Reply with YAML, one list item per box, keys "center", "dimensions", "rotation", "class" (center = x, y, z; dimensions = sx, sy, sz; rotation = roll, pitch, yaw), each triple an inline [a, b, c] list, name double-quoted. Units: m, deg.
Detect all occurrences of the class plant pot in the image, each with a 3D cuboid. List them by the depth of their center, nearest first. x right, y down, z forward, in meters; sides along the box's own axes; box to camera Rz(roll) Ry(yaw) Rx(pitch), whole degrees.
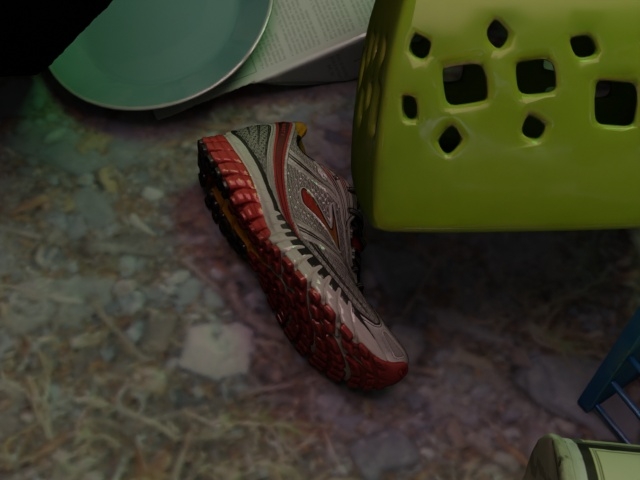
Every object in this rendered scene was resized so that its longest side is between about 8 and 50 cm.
- center: [0.135, -0.129, 0.842]
  dimensions: [0.228, 0.227, 0.207]
  rotation: [0, 103, -2]
  class: "plant pot"

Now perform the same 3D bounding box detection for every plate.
- center: [-0.125, -0.175, 1.015]
  dimensions: [0.188, 0.024, 0.188]
  rotation: [-5, 64, 9]
  class: "plate"

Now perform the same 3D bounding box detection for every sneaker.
- center: [0.000, 0.000, 0.894]
  dimensions: [0.092, 0.088, 0.225]
  rotation: [-23, 62, -18]
  class: "sneaker"

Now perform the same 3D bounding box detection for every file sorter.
- center: [0.255, 0.076, 0.814]
  dimensions: [0.118, 0.170, 0.104]
  rotation: [-30, 68, -20]
  class: "file sorter"

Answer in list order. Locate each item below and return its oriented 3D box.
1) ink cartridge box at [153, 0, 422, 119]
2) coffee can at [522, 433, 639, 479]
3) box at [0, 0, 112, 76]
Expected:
- center: [-0.037, -0.199, 1.050]
  dimensions: [0.232, 0.066, 0.189]
  rotation: [-24, 61, 7]
  class: "ink cartridge box"
- center: [0.250, 0.215, 0.707]
  dimensions: [0.275, 0.201, 0.201]
  rotation: [5, 58, 1]
  class: "coffee can"
- center: [-0.326, -0.315, 0.867]
  dimensions: [0.293, 0.212, 0.395]
  rotation: [-8, 84, -28]
  class: "box"
